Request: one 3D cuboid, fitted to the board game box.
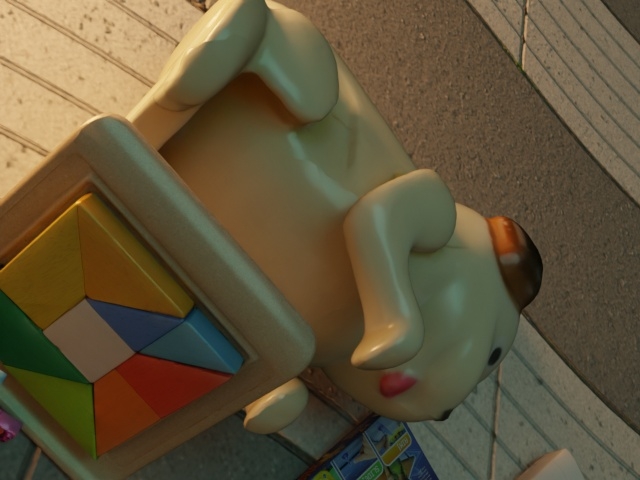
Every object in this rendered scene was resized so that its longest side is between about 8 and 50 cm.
[{"bbox_3d":[0.039,0.262,0.852,0.201,0.035,0.136,-30,90,-46],"label":"board game box"}]

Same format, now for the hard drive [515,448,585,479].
[{"bbox_3d":[0.211,0.397,0.932,0.353,0.047,0.233,-22,85,-46],"label":"hard drive"}]

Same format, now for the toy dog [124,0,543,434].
[{"bbox_3d":[0.000,0.000,0.813,0.408,0.284,0.395,41,21,-16],"label":"toy dog"}]

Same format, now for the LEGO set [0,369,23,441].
[{"bbox_3d":[-0.304,0.094,0.594,0.227,0.087,0.093,39,48,-19],"label":"LEGO set"}]

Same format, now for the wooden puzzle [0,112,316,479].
[{"bbox_3d":[-0.157,0.061,0.641,0.221,0.238,0.044,49,25,-11],"label":"wooden puzzle"}]
